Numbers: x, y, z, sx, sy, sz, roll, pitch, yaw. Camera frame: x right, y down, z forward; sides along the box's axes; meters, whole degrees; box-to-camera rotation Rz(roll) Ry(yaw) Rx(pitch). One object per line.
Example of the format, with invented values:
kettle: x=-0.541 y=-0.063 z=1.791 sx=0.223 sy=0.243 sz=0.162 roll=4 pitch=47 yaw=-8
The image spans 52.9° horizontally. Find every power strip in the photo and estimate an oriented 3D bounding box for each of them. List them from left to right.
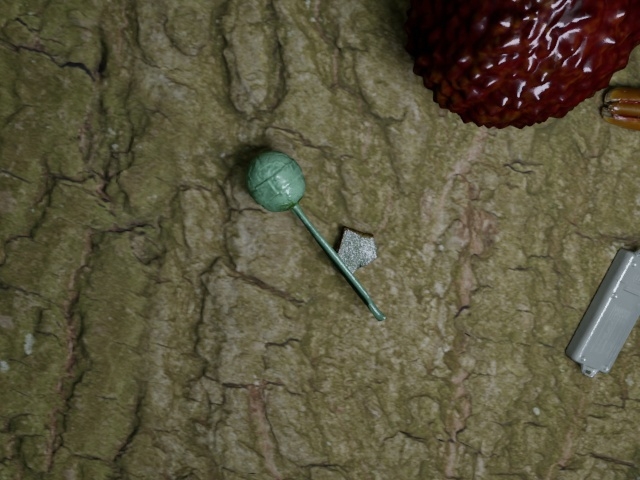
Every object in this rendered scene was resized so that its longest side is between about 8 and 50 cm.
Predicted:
power strip: x=0.678 y=0.155 z=1.476 sx=0.098 sy=0.058 sz=0.338 roll=22 pitch=100 yaw=-9

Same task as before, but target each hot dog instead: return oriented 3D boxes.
hot dog: x=0.718 y=-0.279 z=1.378 sx=0.236 sy=0.062 sz=0.092 roll=1 pitch=99 yaw=-6

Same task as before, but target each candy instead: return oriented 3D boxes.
candy: x=0.000 y=0.000 z=1.350 sx=0.119 sy=0.119 sz=0.440 roll=-37 pitch=102 yaw=4

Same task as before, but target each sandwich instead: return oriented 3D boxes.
sandwich: x=0.076 y=0.028 z=1.407 sx=0.093 sy=0.036 sz=0.105 roll=20 pitch=100 yaw=-8

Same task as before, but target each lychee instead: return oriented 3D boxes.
lychee: x=0.373 y=-0.436 z=1.134 sx=0.424 sy=0.424 sz=0.500 roll=31 pitch=102 yaw=-11
